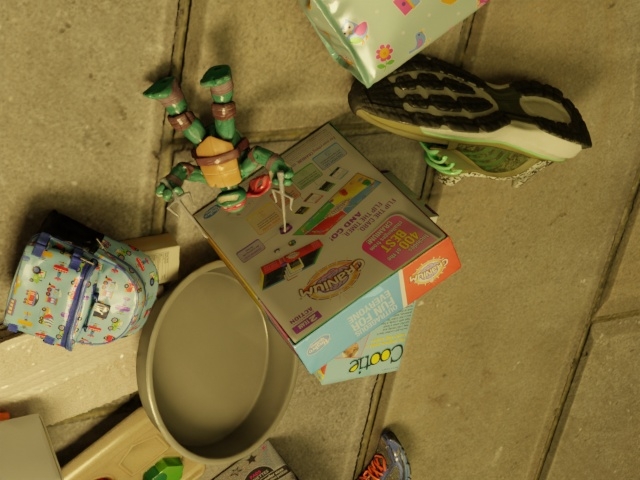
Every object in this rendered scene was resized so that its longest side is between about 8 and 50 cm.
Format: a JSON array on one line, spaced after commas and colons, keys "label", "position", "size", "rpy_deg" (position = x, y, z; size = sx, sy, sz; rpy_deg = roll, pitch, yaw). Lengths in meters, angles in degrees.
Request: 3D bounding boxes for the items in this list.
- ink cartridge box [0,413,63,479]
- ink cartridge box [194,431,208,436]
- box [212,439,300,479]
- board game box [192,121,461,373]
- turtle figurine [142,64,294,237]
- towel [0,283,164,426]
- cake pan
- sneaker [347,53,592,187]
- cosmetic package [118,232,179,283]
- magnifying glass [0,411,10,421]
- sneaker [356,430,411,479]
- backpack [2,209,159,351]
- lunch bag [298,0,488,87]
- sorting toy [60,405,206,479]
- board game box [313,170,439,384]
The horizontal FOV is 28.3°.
[{"label": "ink cartridge box", "position": [-0.480, 0.387, 1.744], "size": [0.211, 0.121, 0.289], "rpy_deg": [-10, 141, -26]}, {"label": "ink cartridge box", "position": [-0.208, 0.239, 1.859], "size": [0.063, 0.115, 0.029], "rpy_deg": [0, 128, -33]}, {"label": "box", "position": [-0.126, 0.475, 2.067], "size": [0.247, 0.142, 0.163], "rpy_deg": [-37, 133, -7]}, {"label": "board game box", "position": [0.000, 0.000, 1.685], "size": [0.242, 0.316, 0.064], "rpy_deg": [-35, 134, -6]}, {"label": "turtle figurine", "position": [-0.134, -0.105, 1.643], "size": [0.175, 0.118, 0.234], "rpy_deg": [-20, 116, -2]}, {"label": "towel", "position": [-0.338, 0.165, 1.771], "size": [0.282, 0.049, 0.187], "rpy_deg": [-22, 130, -18]}, {"label": "cake pan", "position": [-0.149, 0.170, 1.809], "size": [0.293, 0.054, 0.293], "rpy_deg": [-5, 96, -47]}, {"label": "sneaker", "position": [0.203, -0.142, 1.851], "size": [0.410, 0.158, 0.182], "rpy_deg": [8, 134, -31]}, {"label": "cosmetic package", "position": [-0.253, 0.031, 1.733], "size": [0.115, 0.041, 0.060], "rpy_deg": [-10, 124, -28]}, {"label": "magnifying glass", "position": [-0.534, 0.247, 1.693], "size": [0.231, 0.026, 0.092], "rpy_deg": [1, 125, -20]}, {"label": "sneaker", "position": [0.101, 0.432, 2.229], "size": [0.087, 0.083, 0.221], "rpy_deg": [-3, 120, -22]}, {"label": "backpack", "position": [-0.303, 0.067, 1.633], "size": [0.173, 0.117, 0.158], "rpy_deg": [23, 110, -6]}, {"label": "lunch bag", "position": [0.064, -0.363, 1.580], "size": [0.223, 0.160, 0.262], "rpy_deg": [-35, 123, -2]}, {"label": "sorting toy", "position": [-0.254, 0.338, 1.931], "size": [0.307, 0.041, 0.229], "rpy_deg": [-38, 144, -6]}, {"label": "board game box", "position": [0.052, 0.054, 1.877], "size": [0.144, 0.142, 0.275], "rpy_deg": [-7, 125, -30]}]
